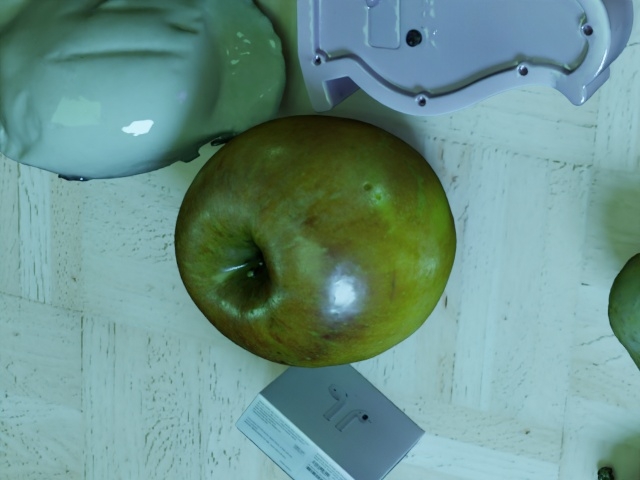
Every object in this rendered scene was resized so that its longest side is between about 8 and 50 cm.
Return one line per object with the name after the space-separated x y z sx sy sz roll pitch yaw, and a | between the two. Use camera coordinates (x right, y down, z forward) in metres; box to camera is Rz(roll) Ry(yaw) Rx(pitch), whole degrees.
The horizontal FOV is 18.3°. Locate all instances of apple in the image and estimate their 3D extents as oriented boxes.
0.000 0.000 1.697 0.237 0.207 0.237 15 116 35 | apple

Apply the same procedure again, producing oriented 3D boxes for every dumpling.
-0.179 -0.167 1.765 0.175 0.243 0.226 167 99 -65 | dumpling

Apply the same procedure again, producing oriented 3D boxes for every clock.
0.113 -0.247 1.613 0.275 0.080 0.290 5 112 25 | clock

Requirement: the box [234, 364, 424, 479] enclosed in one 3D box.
0.009 0.171 1.790 0.130 0.129 0.051 42 123 7 | box

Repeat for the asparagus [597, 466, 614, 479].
0.253 0.262 1.751 0.015 0.018 0.127 -1 91 0 | asparagus

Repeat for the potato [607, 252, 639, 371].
0.318 0.081 1.592 0.194 0.157 0.157 32 119 15 | potato
